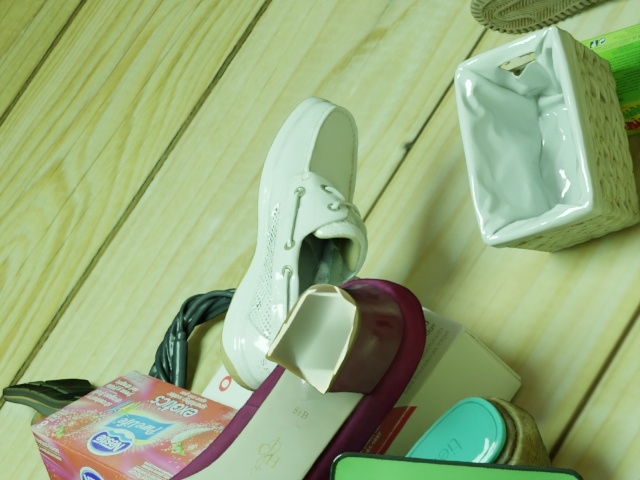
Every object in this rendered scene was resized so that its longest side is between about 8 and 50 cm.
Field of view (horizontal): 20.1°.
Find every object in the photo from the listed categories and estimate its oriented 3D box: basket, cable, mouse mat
[{"bbox_3d":[0.196,-0.080,1.532,0.113,0.103,0.167,-20,71,35],"label":"basket"},{"bbox_3d":[-0.108,0.126,1.753,0.150,0.047,0.184,-37,42,23],"label":"cable"},{"bbox_3d":[0.097,0.236,1.336,0.190,0.007,0.152,4,97,5],"label":"mouse mat"}]

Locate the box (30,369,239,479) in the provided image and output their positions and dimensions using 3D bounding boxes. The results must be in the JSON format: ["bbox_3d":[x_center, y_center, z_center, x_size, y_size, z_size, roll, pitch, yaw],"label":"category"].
[{"bbox_3d":[-0.134,0.214,1.576,0.123,0.128,0.257,-28,21,-27],"label":"box"}]

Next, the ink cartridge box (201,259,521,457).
[{"bbox_3d":[0.029,0.130,1.561,0.172,0.100,0.237,-55,38,-9],"label":"ink cartridge box"}]

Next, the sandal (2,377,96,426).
[{"bbox_3d":[-0.251,0.179,1.827,0.219,0.090,0.060,10,99,47],"label":"sandal"}]

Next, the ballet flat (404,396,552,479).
[{"bbox_3d":[0.049,0.257,1.417,0.342,0.124,0.116,-43,43,9],"label":"ballet flat"}]

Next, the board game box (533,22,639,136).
[{"bbox_3d":[0.271,-0.141,1.598,0.181,0.043,0.092,-14,50,37],"label":"board game box"}]

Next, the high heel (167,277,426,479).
[{"bbox_3d":[-0.037,0.198,1.426,0.127,0.181,0.377,40,101,22],"label":"high heel"}]

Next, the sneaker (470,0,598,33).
[{"bbox_3d":[0.267,-0.304,1.694,0.282,0.099,0.153,-15,51,40],"label":"sneaker"}]

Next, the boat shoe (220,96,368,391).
[{"bbox_3d":[0.000,0.000,1.549,0.096,0.098,0.277,-7,60,39],"label":"boat shoe"}]
